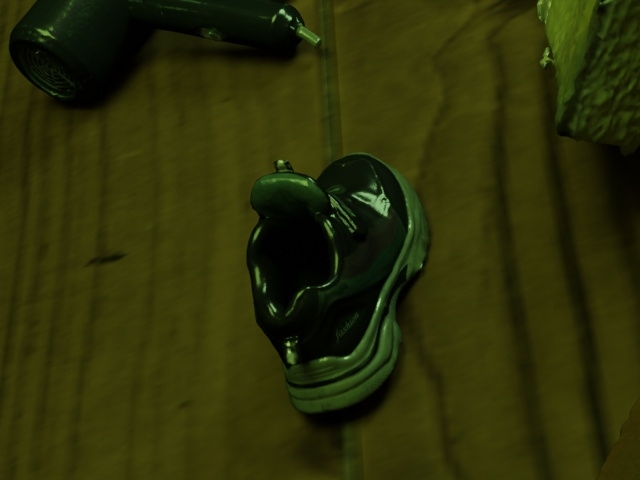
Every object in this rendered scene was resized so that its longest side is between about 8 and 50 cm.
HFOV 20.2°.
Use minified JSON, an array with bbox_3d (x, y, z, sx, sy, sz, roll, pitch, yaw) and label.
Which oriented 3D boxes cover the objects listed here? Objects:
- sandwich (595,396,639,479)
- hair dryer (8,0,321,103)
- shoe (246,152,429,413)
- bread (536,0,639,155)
[{"bbox_3d":[0.150,0.162,0.645,0.096,0.094,0.258,-25,40,8],"label":"sandwich"},{"bbox_3d":[-0.092,-0.141,1.173,0.219,0.071,0.124,13,59,33],"label":"hair dryer"},{"bbox_3d":[0.000,0.000,0.919,0.071,0.099,0.169,-15,41,26],"label":"shoe"},{"bbox_3d":[0.149,-0.182,0.901,0.135,0.240,0.178,0,23,-33],"label":"bread"}]
